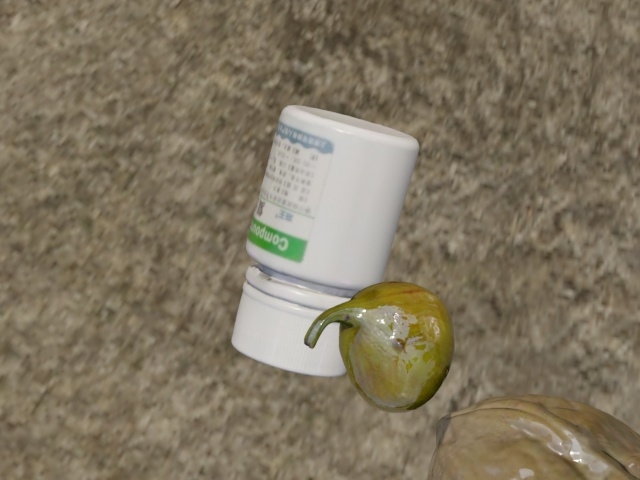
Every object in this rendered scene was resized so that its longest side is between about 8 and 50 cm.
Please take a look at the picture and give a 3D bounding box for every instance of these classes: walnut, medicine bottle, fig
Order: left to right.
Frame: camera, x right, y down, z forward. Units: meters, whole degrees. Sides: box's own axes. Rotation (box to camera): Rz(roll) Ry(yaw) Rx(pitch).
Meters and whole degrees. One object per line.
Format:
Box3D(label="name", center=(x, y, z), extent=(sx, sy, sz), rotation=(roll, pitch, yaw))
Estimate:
Box3D(label="medicine bottle", center=(0.000, 0.000, 1.538), extent=(0.139, 0.139, 0.237), rotation=(16, 100, 5))
Box3D(label="fig", center=(0.042, 0.062, 1.075), extent=(0.098, 0.082, 0.084), rotation=(41, 87, -31))
Box3D(label="walnut", center=(0.172, 0.200, 1.151), extent=(0.230, 0.178, 0.178), rotation=(39, 125, 18))
